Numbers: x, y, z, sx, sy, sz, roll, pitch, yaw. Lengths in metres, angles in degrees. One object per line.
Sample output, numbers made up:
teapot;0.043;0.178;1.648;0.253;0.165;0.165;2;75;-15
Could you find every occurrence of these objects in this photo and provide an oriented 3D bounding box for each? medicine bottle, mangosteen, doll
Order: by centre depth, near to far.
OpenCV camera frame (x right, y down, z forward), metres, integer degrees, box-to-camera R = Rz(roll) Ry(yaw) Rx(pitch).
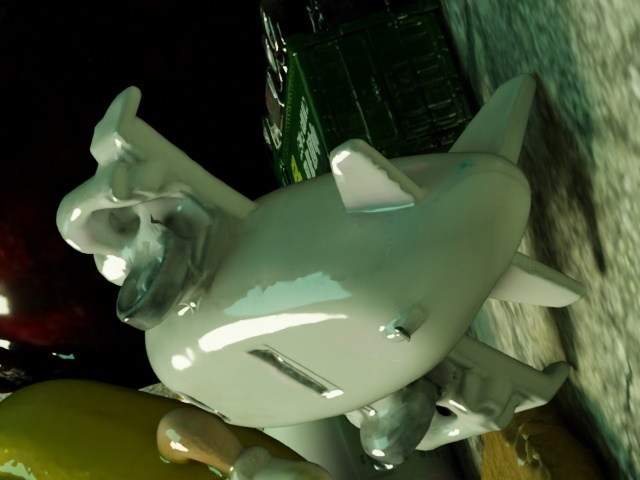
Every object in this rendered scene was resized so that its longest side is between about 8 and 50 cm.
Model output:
doll;-0.031;0.226;1.076;0.348;0.423;0.161;59;-138;-28
mangosteen;-0.166;-0.095;1.179;0.381;0.380;0.421;-139;61;-79
medicine bottle;0.040;0.189;1.230;0.135;0.135;0.168;82;169;-58

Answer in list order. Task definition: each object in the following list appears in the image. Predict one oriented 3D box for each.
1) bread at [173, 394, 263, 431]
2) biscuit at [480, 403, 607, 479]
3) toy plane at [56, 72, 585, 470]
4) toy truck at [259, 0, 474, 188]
bread;-0.044;0.259;1.757;0.250;0.225;0.279;85;162;-69
biscuit;0.131;0.182;0.826;0.226;0.042;0.226;164;90;-83
toy plane;0.006;0.016;0.749;0.252;0.252;0.118;81;-157;-55
toy truck;0.019;-0.059;0.935;0.259;0.088;0.121;100;152;-74
